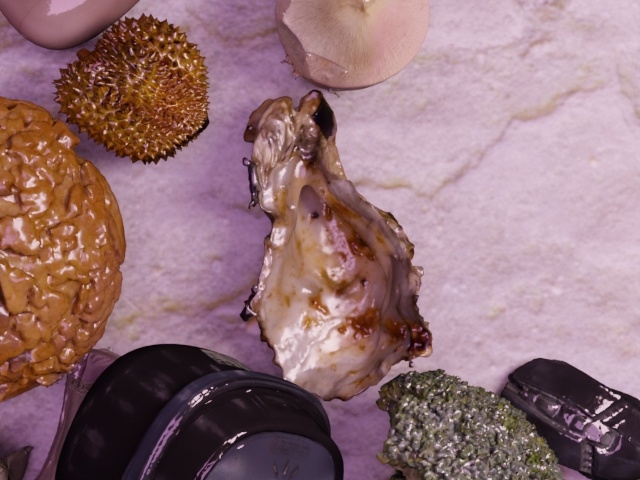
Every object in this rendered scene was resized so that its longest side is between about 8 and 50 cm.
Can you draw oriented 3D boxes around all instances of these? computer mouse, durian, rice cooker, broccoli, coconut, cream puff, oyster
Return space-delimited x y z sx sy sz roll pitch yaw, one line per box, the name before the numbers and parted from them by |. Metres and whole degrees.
computer mouse | 0.291 0.203 1.093 0.192 0.062 0.106 28 92 1
durian | -0.194 -0.165 1.080 0.168 0.137 0.158 34 83 -28
rice cooker | -0.125 0.233 1.007 0.224 0.267 0.267 25 90 45
broccoli | 0.101 0.297 1.041 0.221 0.252 0.361 34 133 -4
coconut | 0.029 -0.235 1.049 0.171 0.183 0.171 0 96 1
cream puff | -0.372 0.012 1.040 0.327 0.231 0.343 25 90 -1
oyster | -0.007 0.003 1.074 0.198 0.133 0.337 -22 86 4

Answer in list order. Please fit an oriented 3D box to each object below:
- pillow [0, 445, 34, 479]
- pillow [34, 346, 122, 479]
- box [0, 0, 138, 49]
pillow | -0.388 0.306 1.087 0.078 0.134 0.181 24 90 -9
pillow | -0.249 0.239 1.125 0.131 0.038 0.232 20 92 3
box | -0.269 -0.306 1.110 0.200 0.088 0.146 -40 86 2
